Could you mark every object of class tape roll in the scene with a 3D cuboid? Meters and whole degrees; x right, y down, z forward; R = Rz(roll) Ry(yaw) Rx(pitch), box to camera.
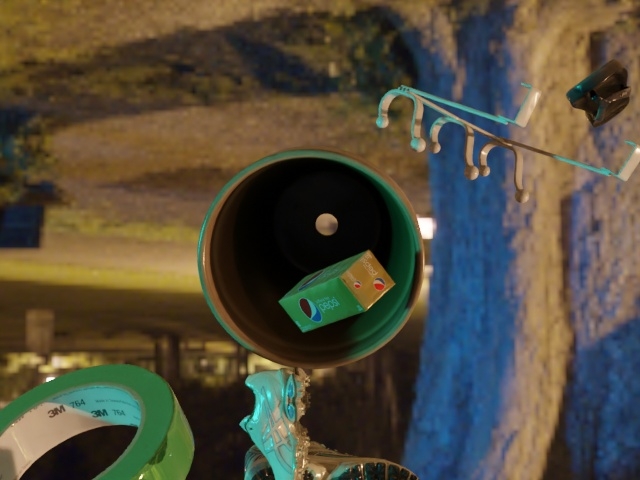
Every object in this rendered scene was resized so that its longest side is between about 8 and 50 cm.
[{"bbox_3d":[-0.332,0.296,1.863,0.321,0.077,0.321,-16,-149,10],"label":"tape roll"}]

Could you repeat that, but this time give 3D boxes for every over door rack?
[{"bbox_3d":[0.260,-0.137,2.011,0.239,0.108,0.324,22,172,-35],"label":"over door rack"}]

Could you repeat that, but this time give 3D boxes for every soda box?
[{"bbox_3d":[0.019,0.068,1.818,0.061,0.058,0.181,-42,-172,-29],"label":"soda box"}]

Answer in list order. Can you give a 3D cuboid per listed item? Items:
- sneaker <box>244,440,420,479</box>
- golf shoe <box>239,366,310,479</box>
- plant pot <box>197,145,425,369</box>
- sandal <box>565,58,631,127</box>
[{"bbox_3d":[0.018,0.349,2.108,0.283,0.110,0.122,10,-159,-19],"label":"sneaker"},{"bbox_3d":[-0.057,0.244,1.732,0.086,0.176,0.069,1,-175,8],"label":"golf shoe"},{"bbox_3d":[0.000,0.000,2.089,0.323,0.323,0.280,-2,-168,7],"label":"plant pot"},{"bbox_3d":[0.446,-0.219,2.150,0.097,0.054,0.254,-38,163,14],"label":"sandal"}]
